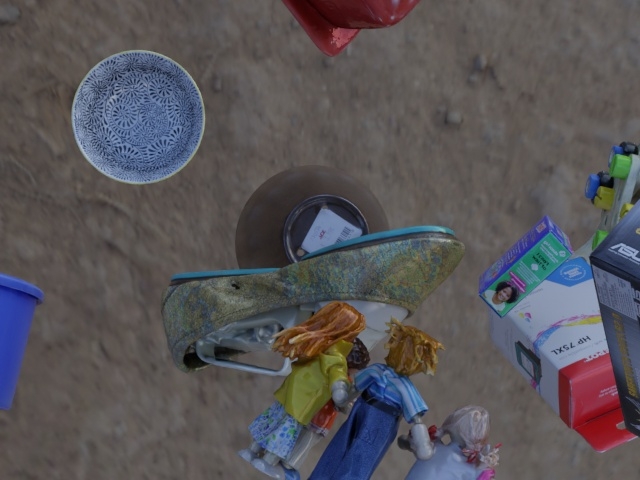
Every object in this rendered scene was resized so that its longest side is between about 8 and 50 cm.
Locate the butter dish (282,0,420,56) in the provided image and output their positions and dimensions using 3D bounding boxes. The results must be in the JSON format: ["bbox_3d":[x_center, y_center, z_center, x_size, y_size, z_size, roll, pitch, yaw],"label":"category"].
[{"bbox_3d":[0.046,-0.230,1.052,0.118,0.160,0.160,24,74,41],"label":"butter dish"}]

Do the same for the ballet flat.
[{"bbox_3d":[-0.012,0.070,1.355,0.349,0.123,0.123,-11,67,34],"label":"ballet flat"}]

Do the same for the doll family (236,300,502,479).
[{"bbox_3d":[0.027,0.136,1.137,0.263,0.118,0.163,26,83,50],"label":"doll family"}]

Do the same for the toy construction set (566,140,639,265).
[{"bbox_3d":[0.386,-0.011,1.817,0.151,0.328,0.215,17,68,-16],"label":"toy construction set"}]

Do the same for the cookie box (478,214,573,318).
[{"bbox_3d":[0.227,0.028,1.566,0.040,0.092,0.107,45,103,-4],"label":"cookie box"}]

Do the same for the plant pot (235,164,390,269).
[{"bbox_3d":[0.000,0.000,1.827,0.215,0.230,0.215,0,88,-5],"label":"plant pot"}]

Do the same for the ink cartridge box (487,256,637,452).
[{"bbox_3d":[0.304,0.126,1.604,0.134,0.078,0.231,-21,38,-16],"label":"ink cartridge box"}]

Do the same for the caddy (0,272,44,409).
[{"bbox_3d":[-0.441,0.061,1.419,0.241,0.341,0.179,0,76,34],"label":"caddy"}]

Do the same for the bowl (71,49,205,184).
[{"bbox_3d":[-0.229,-0.156,1.812,0.170,0.080,0.170,0,92,1],"label":"bowl"}]

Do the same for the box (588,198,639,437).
[{"bbox_3d":[0.297,0.033,1.091,0.056,0.231,0.183,28,64,37],"label":"box"}]
